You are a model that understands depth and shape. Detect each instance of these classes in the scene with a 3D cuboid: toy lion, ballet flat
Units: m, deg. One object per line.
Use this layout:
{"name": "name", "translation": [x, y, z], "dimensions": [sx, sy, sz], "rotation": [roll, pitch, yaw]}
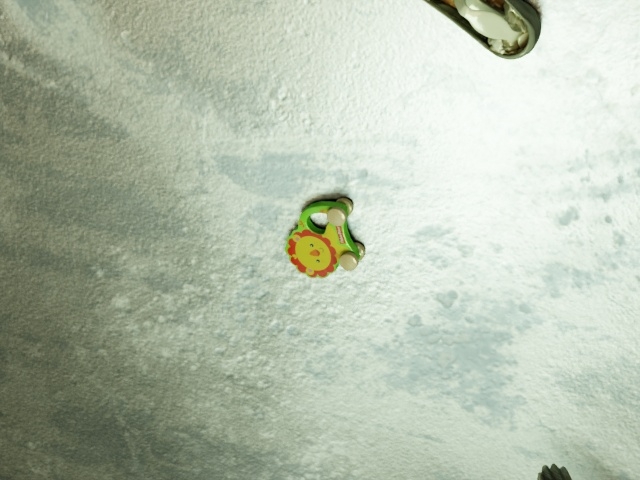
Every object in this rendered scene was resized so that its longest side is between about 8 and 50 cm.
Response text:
{"name": "toy lion", "translation": [0.000, 0.000, 1.637], "dimensions": [0.096, 0.034, 0.100], "rotation": [-2, 119, 25]}
{"name": "ballet flat", "translation": [0.142, -0.266, 1.420], "dimensions": [0.213, 0.068, 0.072], "rotation": [34, 122, -5]}

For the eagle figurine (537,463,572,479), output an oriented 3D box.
{"name": "eagle figurine", "translation": [0.390, 0.406, 1.674], "dimensions": [0.225, 0.226, 0.298], "rotation": [13, 129, 31]}
